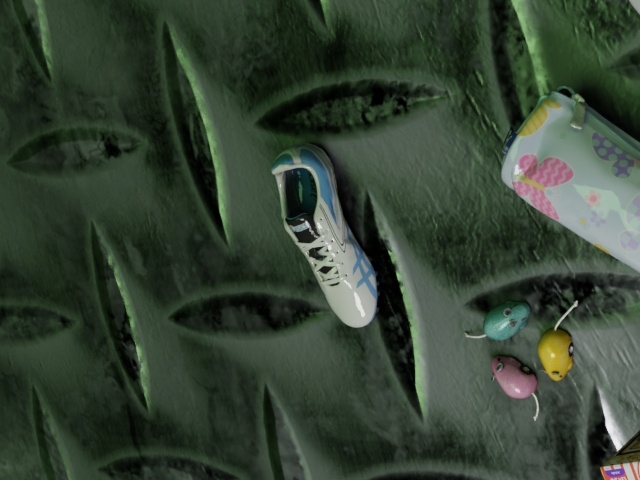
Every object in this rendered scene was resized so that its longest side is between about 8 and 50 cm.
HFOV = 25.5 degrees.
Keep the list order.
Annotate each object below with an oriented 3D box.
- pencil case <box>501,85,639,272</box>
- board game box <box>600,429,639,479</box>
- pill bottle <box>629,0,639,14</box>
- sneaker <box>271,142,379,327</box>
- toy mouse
[{"bbox_3d":[0.316,-0.044,1.417,0.273,0.113,0.124,36,113,23],"label":"pencil case"},{"bbox_3d":[0.387,0.193,1.402,0.147,0.193,0.045,-17,96,43],"label":"board game box"},{"bbox_3d":[0.376,-0.267,1.133,0.181,0.323,0.181,16,118,34],"label":"pill bottle"},{"bbox_3d":[0.000,0.000,1.712,0.085,0.086,0.237,-16,99,40],"label":"sneaker"},{"bbox_3d":[0.218,0.127,1.621,0.143,0.031,0.161,17,118,34],"label":"toy mouse"}]
